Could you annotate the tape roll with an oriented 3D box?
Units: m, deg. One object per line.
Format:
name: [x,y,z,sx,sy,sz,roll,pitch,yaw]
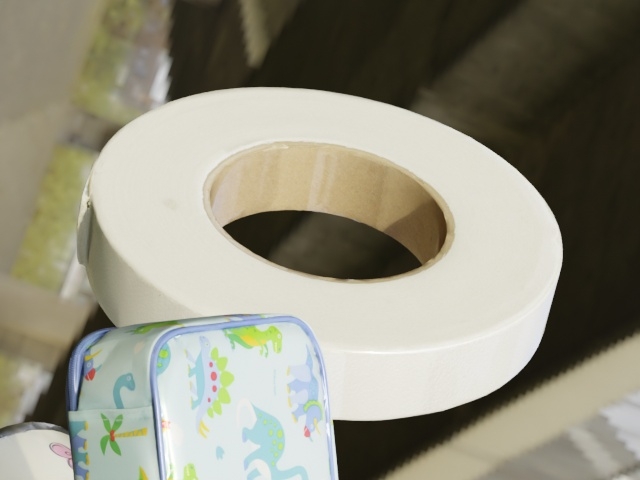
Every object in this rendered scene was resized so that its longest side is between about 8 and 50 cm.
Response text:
tape roll: [0.000,0.000,1.593,0.392,0.392,0.072,-86,-175,-56]

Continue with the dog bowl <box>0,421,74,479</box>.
dog bowl: [-0.283,0.378,1.774,0.408,0.150,0.408,-43,146,-38]

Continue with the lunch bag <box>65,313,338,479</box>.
lunch bag: [-0.061,0.153,1.140,0.090,0.176,0.219,-7,-91,38]
